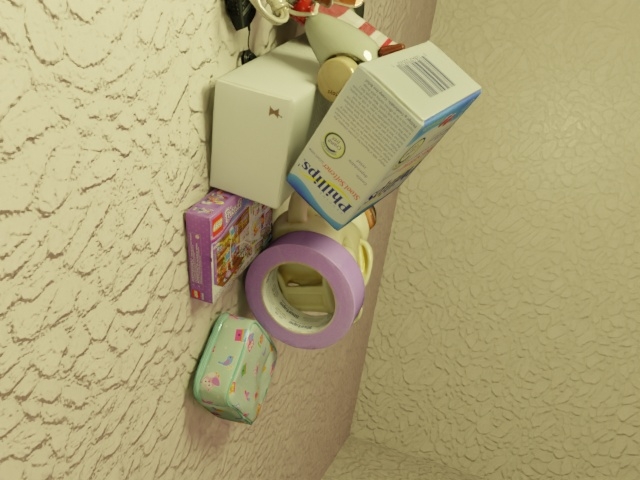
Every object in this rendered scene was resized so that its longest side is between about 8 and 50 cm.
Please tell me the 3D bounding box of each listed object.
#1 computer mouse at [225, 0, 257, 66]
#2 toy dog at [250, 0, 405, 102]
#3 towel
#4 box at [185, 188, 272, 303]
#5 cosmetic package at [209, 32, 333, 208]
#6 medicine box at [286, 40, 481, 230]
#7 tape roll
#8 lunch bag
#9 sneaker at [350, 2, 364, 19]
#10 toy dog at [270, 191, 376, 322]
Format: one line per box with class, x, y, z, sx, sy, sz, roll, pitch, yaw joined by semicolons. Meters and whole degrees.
computer mouse;-0.150;-0.407;1.113;0.242;0.041;0.071;92;19;-53
toy dog;0.039;-0.412;1.076;0.334;0.161;0.220;49;35;-20
towel;0.072;-0.478;1.315;0.037;0.329;0.237;-54;180;35
box;-0.184;-0.030;1.230;0.293;0.057;0.201;-53;153;-55
cosmetic package;-0.057;-0.281;1.247;0.453;0.161;0.230;-54;160;-54
medicine box;0.117;-0.198;1.077;0.263;0.149;0.289;-36;168;-47
tape roll;-0.037;0.119;1.370;0.090;0.275;0.275;-48;147;-61
lunch bag;-0.193;0.302;1.360;0.279;0.108;0.224;75;26;-61
sneaker;0.102;-0.618;1.705;0.222;0.083;0.118;80;27;-51
toy dog;0.000;0.000;1.592;0.408;0.284;0.395;-47;122;-61
